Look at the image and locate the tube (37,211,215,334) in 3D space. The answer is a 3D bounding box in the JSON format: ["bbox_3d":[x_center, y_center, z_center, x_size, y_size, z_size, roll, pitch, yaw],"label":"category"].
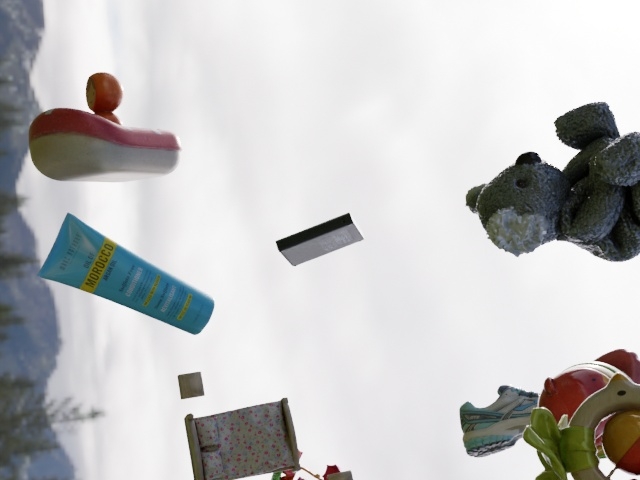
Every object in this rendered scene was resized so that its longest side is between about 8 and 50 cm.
[{"bbox_3d":[-0.225,0.048,1.313,0.052,0.207,0.080,0,-115,63],"label":"tube"}]

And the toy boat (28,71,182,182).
[{"bbox_3d":[-0.306,-0.163,1.563,0.151,0.231,0.151,-6,-92,29],"label":"toy boat"}]

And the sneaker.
[{"bbox_3d":[0.413,0.337,2.232,0.110,0.282,0.122,75,-2,-66],"label":"sneaker"}]

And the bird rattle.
[{"bbox_3d":[0.384,0.283,1.401,0.253,0.207,0.143,37,-5,33],"label":"bird rattle"}]

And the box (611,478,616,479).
[{"bbox_3d":[0.493,0.433,1.773,0.054,0.059,0.169,61,-14,-10],"label":"box"}]

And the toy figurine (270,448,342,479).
[{"bbox_3d":[-0.021,0.524,2.390,0.173,0.159,0.130,-70,-176,-48],"label":"toy figurine"}]

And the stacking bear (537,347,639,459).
[{"bbox_3d":[0.417,0.258,1.705,0.289,0.164,0.175,20,44,-62],"label":"stacking bear"}]

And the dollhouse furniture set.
[{"bbox_3d":[-0.075,0.378,1.993,0.174,0.303,0.356,123,-44,-70],"label":"dollhouse furniture set"}]

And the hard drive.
[{"bbox_3d":[0.000,0.000,1.868,0.094,0.135,0.022,53,17,-66],"label":"hard drive"}]

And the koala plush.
[{"bbox_3d":[0.308,-0.049,1.461,0.196,0.221,0.203,-112,-170,-65],"label":"koala plush"}]
